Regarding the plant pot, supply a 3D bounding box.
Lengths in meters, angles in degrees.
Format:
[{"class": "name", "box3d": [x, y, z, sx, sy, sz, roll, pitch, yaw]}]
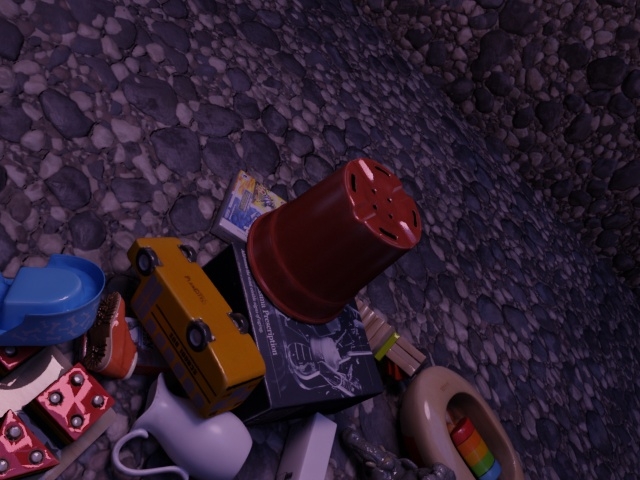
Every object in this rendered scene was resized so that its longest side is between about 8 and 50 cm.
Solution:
[{"class": "plant pot", "box3d": [0.038, -0.010, 1.153, 0.272, 0.265, 0.272, 26, 45, -29]}]

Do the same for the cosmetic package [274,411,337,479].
[{"class": "cosmetic package", "box3d": [-0.042, 0.466, 1.138, 0.060, 0.099, 0.239, 39, 40, -19]}]

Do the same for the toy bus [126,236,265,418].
[{"class": "toy bus", "box3d": [-0.238, 0.143, 1.051, 0.332, 0.130, 0.108, 49, 28, 23]}]

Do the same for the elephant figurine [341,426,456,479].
[{"class": "elephant figurine", "box3d": [0.165, 0.534, 1.273, 0.169, 0.239, 0.186, 30, 69, -49]}]

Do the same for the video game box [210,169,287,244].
[{"class": "video game box", "box3d": [-0.160, -0.051, 1.441, 0.187, 0.048, 0.205, 37, 42, -24]}]

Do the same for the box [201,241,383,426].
[{"class": "box", "box3d": [-0.073, 0.199, 1.239, 0.312, 0.179, 0.343, 6, 58, -44]}]

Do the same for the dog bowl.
[{"class": "dog bowl", "box3d": [-0.488, 0.091, 0.889, 0.297, 0.074, 0.166, 3, 29, -13]}]

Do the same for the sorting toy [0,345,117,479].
[{"class": "sorting toy", "box3d": [-0.470, 0.253, 0.872, 0.257, 0.089, 0.255, 50, 39, -5]}]

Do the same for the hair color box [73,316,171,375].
[{"class": "hair color box", "box3d": [-0.358, 0.191, 1.060, 0.167, 0.053, 0.093, 15, 53, -37]}]

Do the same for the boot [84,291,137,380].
[{"class": "boot", "box3d": [-0.354, 0.167, 1.005, 0.084, 0.059, 0.158, 44, 29, -43]}]

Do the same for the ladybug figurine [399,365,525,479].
[{"class": "ladybug figurine", "box3d": [0.342, 0.530, 1.424, 0.305, 0.162, 0.449, -21, 78, -50]}]

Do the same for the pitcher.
[{"class": "pitcher", "box3d": [-0.240, 0.358, 1.015, 0.207, 0.125, 0.177, 34, 56, -7]}]

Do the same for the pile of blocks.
[{"class": "pile of blocks", "box3d": [0.109, 0.238, 1.474, 0.362, 0.149, 0.112, 42, 83, -1]}]
